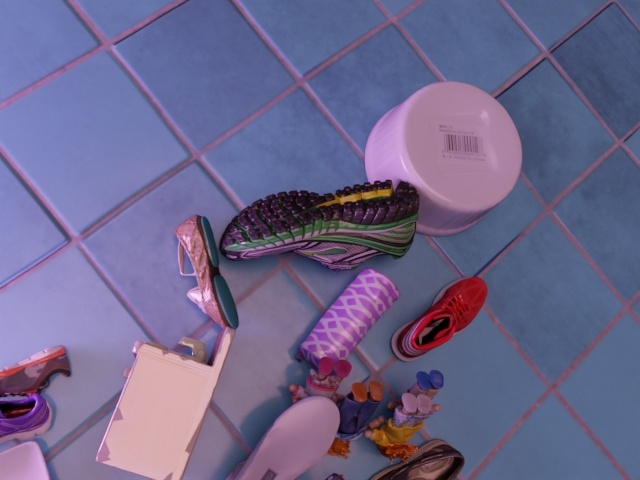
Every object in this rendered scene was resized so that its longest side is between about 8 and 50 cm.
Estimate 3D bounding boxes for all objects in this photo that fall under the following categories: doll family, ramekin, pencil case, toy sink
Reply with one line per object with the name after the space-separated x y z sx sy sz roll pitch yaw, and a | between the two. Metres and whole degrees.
0.076 0.291 1.068 0.263 0.163 0.118 11 42 -12 | doll family
0.233 -0.156 1.222 0.277 0.135 0.277 3 77 -14 | ramekin
0.052 0.143 1.131 0.206 0.086 0.088 -48 127 -18 | pencil case
-0.234 0.227 0.996 0.131 0.153 0.234 22 73 -9 | toy sink

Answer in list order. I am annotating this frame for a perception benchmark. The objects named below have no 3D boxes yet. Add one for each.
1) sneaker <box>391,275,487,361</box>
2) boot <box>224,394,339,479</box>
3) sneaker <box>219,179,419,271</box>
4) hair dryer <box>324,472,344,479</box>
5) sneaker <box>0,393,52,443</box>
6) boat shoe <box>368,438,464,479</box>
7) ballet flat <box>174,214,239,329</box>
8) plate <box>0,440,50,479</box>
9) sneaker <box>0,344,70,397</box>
0.234 0.134 1.157 0.221 0.128 0.087 -40 90 -20 | sneaker
-0.079 0.338 1.020 0.095 0.123 0.258 45 78 -6 | boot
0.000 0.000 1.124 0.343 0.134 0.146 -6 121 -2 | sneaker
0.028 0.505 1.027 0.223 0.080 0.293 -39 102 6 | hair dryer
-0.480 0.262 0.954 0.170 0.071 0.068 -19 46 -24 | sneaker
0.144 0.411 1.095 0.223 0.073 0.080 -31 90 -19 | boat shoe
-0.194 0.061 1.100 0.067 0.073 0.206 -19 79 9 | ballet flat
-0.492 0.464 0.925 0.277 0.045 0.278 -20 83 -19 | plate
-0.451 0.215 0.989 0.158 0.061 0.065 -25 91 -19 | sneaker
